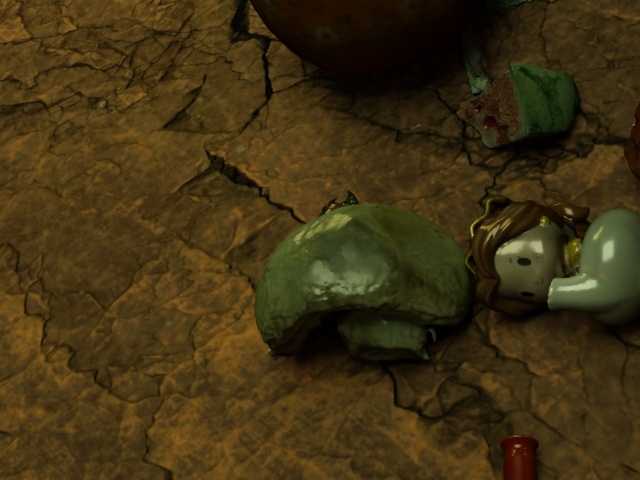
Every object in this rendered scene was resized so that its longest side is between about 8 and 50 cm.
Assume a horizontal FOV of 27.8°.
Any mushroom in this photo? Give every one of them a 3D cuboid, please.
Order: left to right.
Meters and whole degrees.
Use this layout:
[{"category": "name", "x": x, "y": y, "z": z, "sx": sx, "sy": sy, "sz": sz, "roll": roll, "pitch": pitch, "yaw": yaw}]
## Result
[{"category": "mushroom", "x": 0.051, "y": 0.038, "z": 1.573, "sx": 0.266, "sy": 0.164, "sz": 0.190, "roll": 1, "pitch": 64, "yaw": 8}]

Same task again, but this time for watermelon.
[{"category": "watermelon", "x": 0.251, "y": -0.171, "z": 1.701, "sx": 0.158, "sy": 0.121, "sz": 0.098, "roll": -7, "pitch": 76, "yaw": 24}]

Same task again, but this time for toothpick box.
[{"category": "toothpick box", "x": 0.223, "y": 0.261, "z": 1.446, "sx": 0.047, "sy": 0.047, "sz": 0.083, "roll": -8, "pitch": 53, "yaw": 18}]

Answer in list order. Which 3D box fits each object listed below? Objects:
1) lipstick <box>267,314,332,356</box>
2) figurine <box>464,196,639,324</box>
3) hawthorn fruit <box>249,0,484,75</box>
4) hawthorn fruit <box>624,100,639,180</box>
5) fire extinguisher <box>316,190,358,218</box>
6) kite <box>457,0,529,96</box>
[{"category": "lipstick", "x": -0.024, "y": 0.107, "z": 1.671, "sx": 0.116, "sy": 0.037, "sz": 0.037, "roll": -40, "pitch": 51, "yaw": 0}, {"category": "figurine", "x": 0.287, "y": 0.022, "z": 1.530, "sx": 0.263, "sy": 0.142, "sz": 0.189, "roll": 7, "pitch": 29, "yaw": 29}, {"category": "hawthorn fruit", "x": 0.055, "y": -0.442, "z": 1.780, "sx": 0.402, "sy": 0.403, "sz": 0.403, "roll": -11, "pitch": 53, "yaw": 16}, {"category": "hawthorn fruit", "x": 0.444, "y": -0.123, "z": 1.574, "sx": 0.137, "sy": 0.133, "sz": 0.133, "roll": 12, "pitch": 62, "yaw": 12}, {"category": "fire extinguisher", "x": 0.000, "y": 0.000, "z": 1.726, "sx": 0.177, "sy": 0.050, "sz": 0.062, "roll": -53, "pitch": 15, "yaw": -18}, {"category": "kite", "x": 0.205, "y": -0.352, "z": 1.903, "sx": 0.405, "sy": 0.014, "sz": 0.369, "roll": -17, "pitch": 52, "yaw": 12}]
